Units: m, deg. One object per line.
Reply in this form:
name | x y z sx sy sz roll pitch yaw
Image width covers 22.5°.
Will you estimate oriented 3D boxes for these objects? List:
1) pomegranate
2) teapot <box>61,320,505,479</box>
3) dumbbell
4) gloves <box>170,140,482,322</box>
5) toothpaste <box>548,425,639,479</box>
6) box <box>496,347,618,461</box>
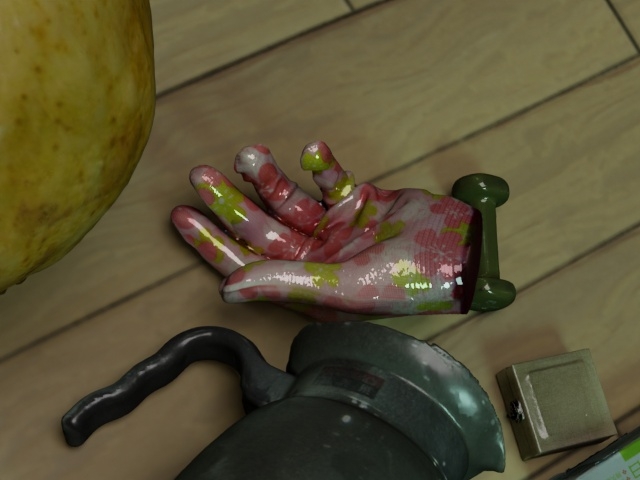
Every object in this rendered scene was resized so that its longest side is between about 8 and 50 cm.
pomegranate | -0.305 -0.146 1.076 0.410 0.410 0.410 7 67 -18
teapot | -0.014 0.184 1.197 0.285 0.305 0.223 -55 131 -35
dumbbell | 0.139 0.002 1.380 0.052 0.046 0.118 10 66 -22
gloves | 0.002 0.004 1.293 0.241 0.126 0.145 6 70 13
toothpaste | 0.341 0.165 1.381 0.337 0.067 0.081 -27 84 -27
box | 0.196 0.138 1.352 0.083 0.035 0.079 -9 73 -23
